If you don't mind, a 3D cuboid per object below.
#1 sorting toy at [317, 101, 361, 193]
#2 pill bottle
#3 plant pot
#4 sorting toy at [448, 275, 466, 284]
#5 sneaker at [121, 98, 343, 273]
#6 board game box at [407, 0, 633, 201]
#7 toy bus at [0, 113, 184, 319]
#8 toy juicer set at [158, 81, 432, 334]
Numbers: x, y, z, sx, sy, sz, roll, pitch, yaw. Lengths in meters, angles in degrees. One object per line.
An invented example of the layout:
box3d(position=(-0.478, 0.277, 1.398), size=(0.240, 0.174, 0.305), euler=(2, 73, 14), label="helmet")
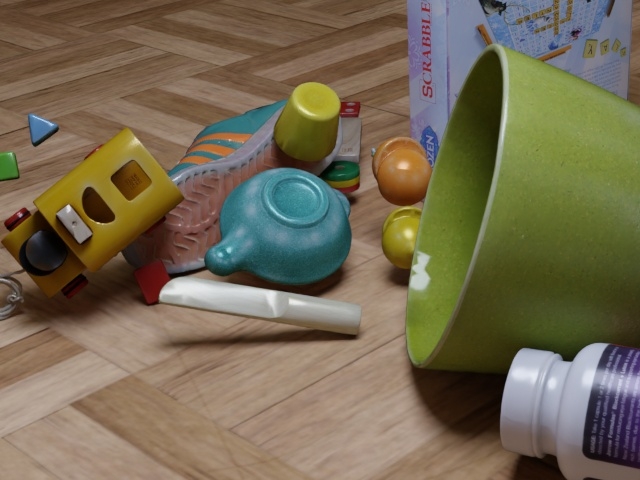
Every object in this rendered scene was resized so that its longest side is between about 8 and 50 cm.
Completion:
box3d(position=(-0.015, -0.110, 1.532), size=(0.132, 0.046, 0.274), euler=(-1, 25, 4), label="sorting toy")
box3d(position=(0.235, 0.133, 0.901), size=(0.194, 0.108, 0.108), euler=(9, 27, 23), label="pill bottle")
box3d(position=(0.250, 0.003, 1.042), size=(0.294, 0.274, 0.274), euler=(13, 24, -5), label="plant pot")
box3d(position=(0.208, 0.014, 1.256), size=(0.193, 0.038, 0.208), euler=(-1, 20, 3), label="sorting toy")
box3d(position=(-0.113, -0.060, 1.360), size=(0.302, 0.108, 0.121), euler=(-36, 24, -32), label="sneaker")
box3d(position=(0.237, -0.230, 1.440), size=(0.319, 0.317, 0.066), euler=(-20, 29, -33), label="board game box")
box3d(position=(-0.227, -0.018, 1.181), size=(0.191, 0.202, 0.104), euler=(5, -1, -9), label="toy bus")
box3d(position=(0.000, 0.000, 1.230), size=(0.209, 0.089, 0.329), euler=(26, 52, 4), label="toy juicer set")
